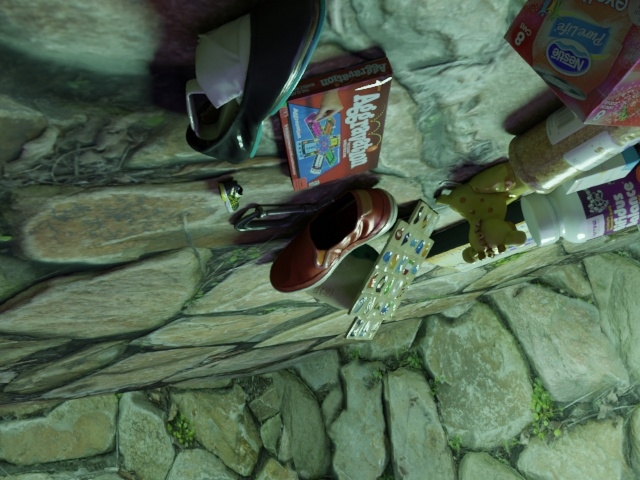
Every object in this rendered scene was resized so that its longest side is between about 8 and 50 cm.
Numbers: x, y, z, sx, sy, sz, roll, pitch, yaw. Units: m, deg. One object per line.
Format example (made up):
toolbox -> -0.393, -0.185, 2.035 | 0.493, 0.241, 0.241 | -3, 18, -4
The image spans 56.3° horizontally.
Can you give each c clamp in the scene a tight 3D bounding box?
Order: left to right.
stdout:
c clamp -> -0.074, -0.049, 1.098 | 0.160, 0.022, 0.137 | -9, 167, -30

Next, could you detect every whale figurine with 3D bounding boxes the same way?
whale figurine -> 0.022, 0.065, 1.412 | 0.272, 0.141, 0.216 | 10, 143, -8

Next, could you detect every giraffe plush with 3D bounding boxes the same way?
giraffe plush -> 0.355, -0.047, 1.246 | 0.210, 0.171, 0.181 | -9, 162, -24

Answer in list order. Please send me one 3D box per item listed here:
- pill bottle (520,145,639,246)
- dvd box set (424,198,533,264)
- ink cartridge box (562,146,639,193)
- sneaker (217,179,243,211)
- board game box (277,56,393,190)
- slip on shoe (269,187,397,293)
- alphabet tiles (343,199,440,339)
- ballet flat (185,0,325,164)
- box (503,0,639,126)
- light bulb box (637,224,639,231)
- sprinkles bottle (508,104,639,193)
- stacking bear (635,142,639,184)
pill bottle -> 0.629, -0.092, 1.374 | 0.301, 0.169, 0.169 | -20, 163, 8
dvd box set -> 0.483, 0.000, 1.721 | 0.307, 0.062, 0.420 | -24, 162, 24
ink cartridge box -> 0.537, -0.161, 1.199 | 0.143, 0.090, 0.092 | -17, 163, 4
sneaker -> -0.136, -0.069, 0.942 | 0.035, 0.031, 0.083 | -17, 164, 0
board game box -> 0.019, -0.150, 0.842 | 0.145, 0.027, 0.281 | -17, 164, -3
slip on shoe -> 0.000, 0.000, 1.163 | 0.101, 0.123, 0.331 | 10, 144, -43
alphabet tiles -> 0.168, 0.077, 1.367 | 0.343, 0.011, 0.285 | -61, 154, 4
ballet flat -> -0.085, -0.156, 0.613 | 0.096, 0.095, 0.280 | 3, 157, -21
box -> 0.379, -0.227, 0.672 | 0.300, 0.154, 0.142 | -6, 144, -35
light bulb box -> 1.083, -0.009, 1.751 | 0.225, 0.361, 0.358 | -26, 162, 29
sprinkles bottle -> 0.469, -0.202, 0.946 | 0.121, 0.121, 0.355 | -4, 160, -36
stacking bear -> 0.806, -0.206, 1.187 | 0.289, 0.164, 0.175 | -29, 131, -5
